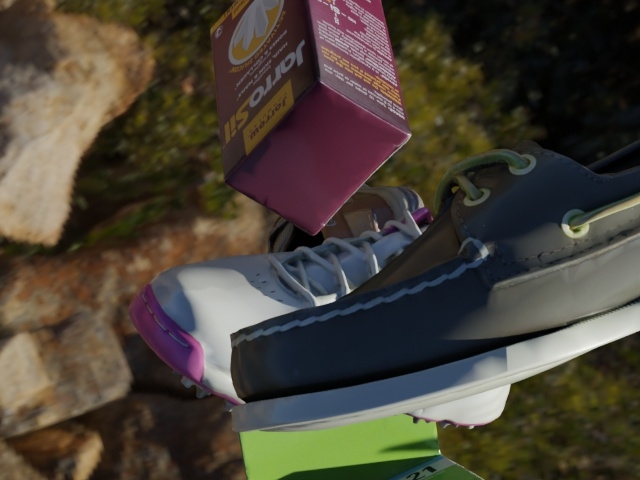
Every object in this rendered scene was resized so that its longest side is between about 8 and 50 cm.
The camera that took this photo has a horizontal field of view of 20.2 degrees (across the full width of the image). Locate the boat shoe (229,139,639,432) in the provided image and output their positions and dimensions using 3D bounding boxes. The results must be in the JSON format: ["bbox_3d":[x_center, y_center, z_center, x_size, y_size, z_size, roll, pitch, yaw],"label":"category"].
[{"bbox_3d":[0.098,0.001,0.728,0.305,0.109,0.091,-17,91,-14],"label":"boat shoe"}]

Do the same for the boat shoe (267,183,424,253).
[{"bbox_3d":[0.000,0.000,1.792,0.116,0.324,0.123,-13,90,-20],"label":"boat shoe"}]

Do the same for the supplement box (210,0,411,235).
[{"bbox_3d":[-0.011,-0.110,1.226,0.081,0.104,0.188,30,30,-27],"label":"supplement box"}]

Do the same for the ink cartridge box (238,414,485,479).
[{"bbox_3d":[0.048,0.218,1.400,0.189,0.097,0.255,-22,116,-26],"label":"ink cartridge box"}]

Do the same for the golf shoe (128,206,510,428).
[{"bbox_3d":[0.023,0.030,1.051,0.306,0.140,0.115,6,34,-48],"label":"golf shoe"}]
